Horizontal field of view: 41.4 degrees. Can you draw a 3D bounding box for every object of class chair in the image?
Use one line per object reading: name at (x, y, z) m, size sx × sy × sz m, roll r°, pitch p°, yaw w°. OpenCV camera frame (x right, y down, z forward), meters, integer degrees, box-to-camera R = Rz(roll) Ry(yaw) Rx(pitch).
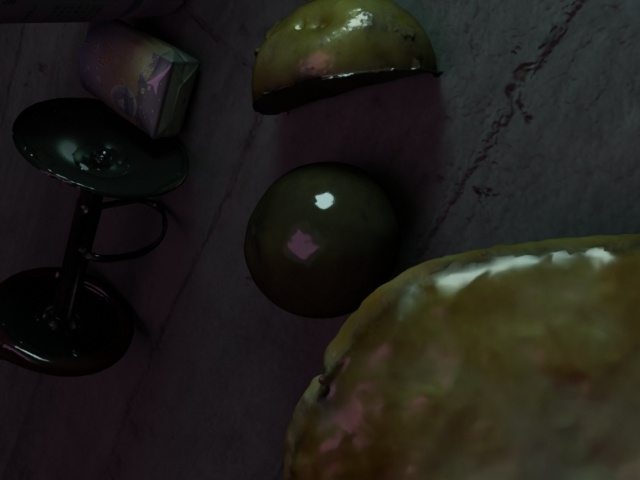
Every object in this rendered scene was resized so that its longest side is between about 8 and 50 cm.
chair at (-0.344, 0.025, 1.188) m, size 0.226 × 0.226 × 0.401 m, roll 43°, pitch 127°, yaw 25°

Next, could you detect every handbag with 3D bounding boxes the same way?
handbag at (-0.245, -0.223, 1.125) m, size 0.173 × 0.095 × 0.117 m, roll 33°, pitch 117°, yaw 22°

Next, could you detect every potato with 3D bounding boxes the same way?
potato at (-0.007, -0.196, 0.882) m, size 0.243 × 0.138 × 0.098 m, roll -8°, pitch 91°, yaw 40°

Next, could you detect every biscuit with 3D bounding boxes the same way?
biscuit at (0.190, 0.214, 0.689) m, size 0.446 × 0.104 × 0.429 m, roll -5°, pitch 91°, yaw 9°

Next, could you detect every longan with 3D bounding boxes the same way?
longan at (0.000, 0.000, 0.912) m, size 0.187 × 0.167 × 0.167 m, roll -7°, pitch 96°, yaw 44°

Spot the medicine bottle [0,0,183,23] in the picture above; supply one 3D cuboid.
medicine bottle at (-0.306, -0.348, 1.002) m, size 0.178 × 0.291 × 0.178 m, roll 13°, pitch 110°, yaw 40°
